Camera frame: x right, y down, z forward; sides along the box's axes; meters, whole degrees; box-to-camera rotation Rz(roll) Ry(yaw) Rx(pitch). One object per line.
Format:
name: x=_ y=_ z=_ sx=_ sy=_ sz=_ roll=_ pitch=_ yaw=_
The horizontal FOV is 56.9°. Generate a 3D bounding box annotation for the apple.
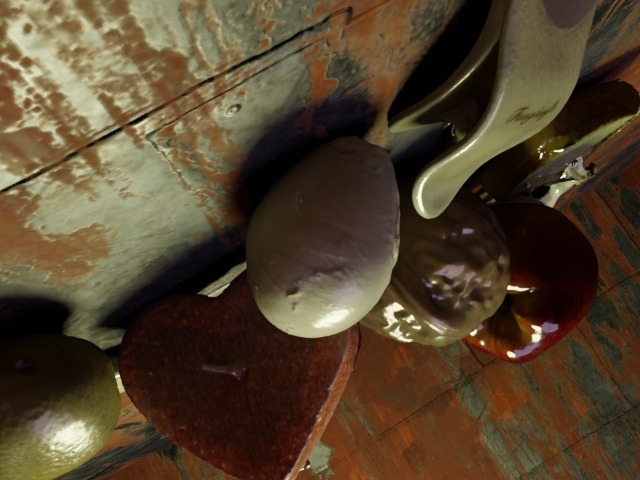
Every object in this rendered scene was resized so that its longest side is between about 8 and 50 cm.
apple: x=0.357 y=0.071 z=1.096 sx=0.288 sy=0.288 sz=0.317 roll=-41 pitch=177 yaw=34

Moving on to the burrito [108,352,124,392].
burrito: x=-0.321 y=0.205 z=0.875 sx=0.275 sy=0.059 sz=0.082 roll=-18 pitch=147 yaw=-43

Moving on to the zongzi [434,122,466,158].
zongzi: x=0.184 y=-0.130 z=0.799 sx=0.119 sy=0.055 sz=0.109 roll=-27 pitch=168 yaw=31

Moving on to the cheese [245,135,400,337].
cheese: x=-0.002 y=0.006 z=0.636 sx=0.155 sy=0.189 sz=0.198 roll=11 pitch=146 yaw=-22

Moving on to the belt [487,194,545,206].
belt: x=0.373 y=0.019 z=1.400 sx=0.347 sy=0.117 sz=0.212 roll=-24 pitch=145 yaw=31

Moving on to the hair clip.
hair clip: x=0.170 y=-0.143 z=0.587 sx=0.173 sy=0.113 sz=0.282 roll=-17 pitch=160 yaw=-45

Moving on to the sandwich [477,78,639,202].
sandwich: x=0.417 y=-0.171 z=1.062 sx=0.226 sy=0.087 sz=0.251 roll=-26 pitch=166 yaw=-20

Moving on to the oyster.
oyster: x=0.571 y=-0.136 z=1.486 sx=0.238 sy=0.114 sz=0.351 roll=-47 pitch=165 yaw=26

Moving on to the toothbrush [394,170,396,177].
toothbrush: x=0.000 y=-0.001 z=0.877 sx=0.041 sy=0.041 sz=0.364 roll=-20 pitch=162 yaw=-39

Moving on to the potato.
potato: x=-0.306 y=0.181 z=0.630 sx=0.174 sy=0.159 sz=0.251 roll=-51 pitch=173 yaw=-41

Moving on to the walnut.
walnut: x=0.149 y=0.036 z=0.894 sx=0.273 sy=0.273 sz=0.227 roll=124 pitch=-15 yaw=-59

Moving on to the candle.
candle: x=-0.099 y=0.179 z=0.765 sx=0.317 sy=0.287 sz=0.131 roll=-17 pitch=168 yaw=8
